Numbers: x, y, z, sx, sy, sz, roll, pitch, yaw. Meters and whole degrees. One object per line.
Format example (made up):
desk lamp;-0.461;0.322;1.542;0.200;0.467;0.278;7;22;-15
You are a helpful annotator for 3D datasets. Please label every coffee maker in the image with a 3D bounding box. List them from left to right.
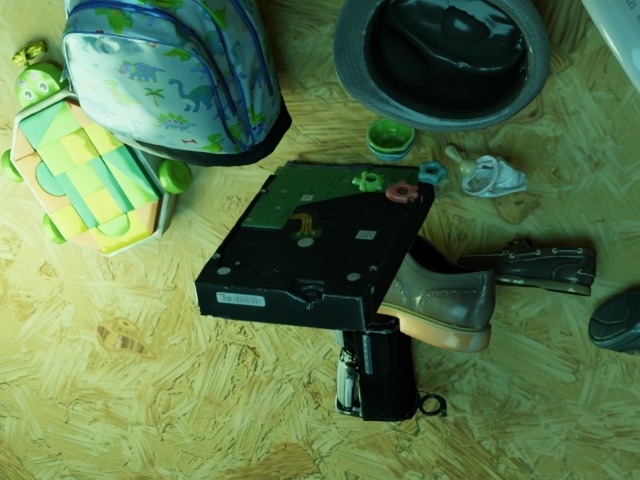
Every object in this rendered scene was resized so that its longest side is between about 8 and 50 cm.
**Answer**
coffee maker;0.101;0.172;2.216;0.171;0.120;0.178;-5;122;-2

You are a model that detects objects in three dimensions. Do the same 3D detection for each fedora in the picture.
fedora;0.162;-0.266;1.897;0.275;0.124;0.244;9;125;7

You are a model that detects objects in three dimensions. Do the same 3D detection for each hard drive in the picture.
hard drive;0.000;0.000;1.997;0.237;0.339;0.064;4;124;19

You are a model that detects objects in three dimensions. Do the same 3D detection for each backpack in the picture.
backpack;-0.203;-0.257;1.927;0.290;0.273;0.355;16;136;13

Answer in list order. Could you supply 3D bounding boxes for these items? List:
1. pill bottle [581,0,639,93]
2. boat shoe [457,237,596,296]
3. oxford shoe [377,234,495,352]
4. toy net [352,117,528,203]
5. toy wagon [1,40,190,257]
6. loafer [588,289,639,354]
pill bottle;0.511;-0.312;1.629;0.407;0.229;0.229;-34;104;16
boat shoe;0.290;0.033;2.070;0.207;0.073;0.073;6;86;28
oxford shoe;0.094;0.039;2.111;0.363;0.130;0.133;20;109;27
toy net;0.165;-0.099;2.003;0.232;0.122;0.045;12;139;18
toy wagon;-0.368;-0.137;2.228;0.267;0.068;0.344;-21;110;31
loafer;0.491;0.098;2.007;0.084;0.096;0.267;30;147;-30
